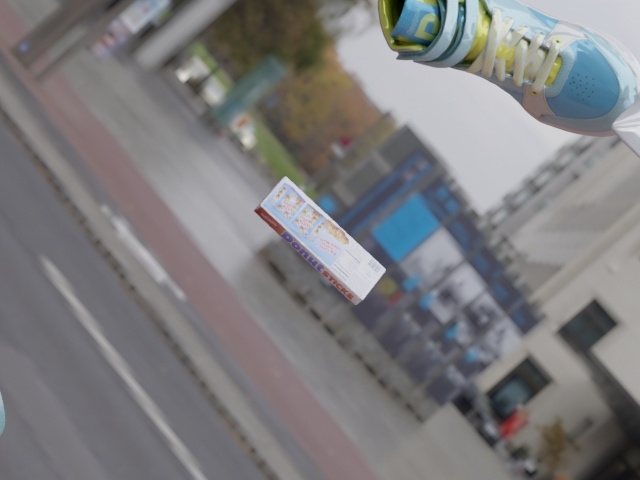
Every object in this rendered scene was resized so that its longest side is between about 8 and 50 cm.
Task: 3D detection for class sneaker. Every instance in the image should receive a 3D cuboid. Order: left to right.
[{"bbox_3d":[0.192,-0.208,1.859,0.319,0.127,0.208,33,21,31],"label":"sneaker"}]

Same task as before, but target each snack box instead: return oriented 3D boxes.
[{"bbox_3d":[0.000,0.000,2.152,0.178,0.064,0.022,43,-37,-4],"label":"snack box"}]

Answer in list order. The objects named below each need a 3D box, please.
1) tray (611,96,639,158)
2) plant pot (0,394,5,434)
[{"bbox_3d":[0.404,-0.124,1.671,0.145,0.270,0.030,47,-43,6],"label":"tray"},{"bbox_3d":[-0.459,0.177,1.779,0.293,0.196,0.293,34,-40,35],"label":"plant pot"}]
